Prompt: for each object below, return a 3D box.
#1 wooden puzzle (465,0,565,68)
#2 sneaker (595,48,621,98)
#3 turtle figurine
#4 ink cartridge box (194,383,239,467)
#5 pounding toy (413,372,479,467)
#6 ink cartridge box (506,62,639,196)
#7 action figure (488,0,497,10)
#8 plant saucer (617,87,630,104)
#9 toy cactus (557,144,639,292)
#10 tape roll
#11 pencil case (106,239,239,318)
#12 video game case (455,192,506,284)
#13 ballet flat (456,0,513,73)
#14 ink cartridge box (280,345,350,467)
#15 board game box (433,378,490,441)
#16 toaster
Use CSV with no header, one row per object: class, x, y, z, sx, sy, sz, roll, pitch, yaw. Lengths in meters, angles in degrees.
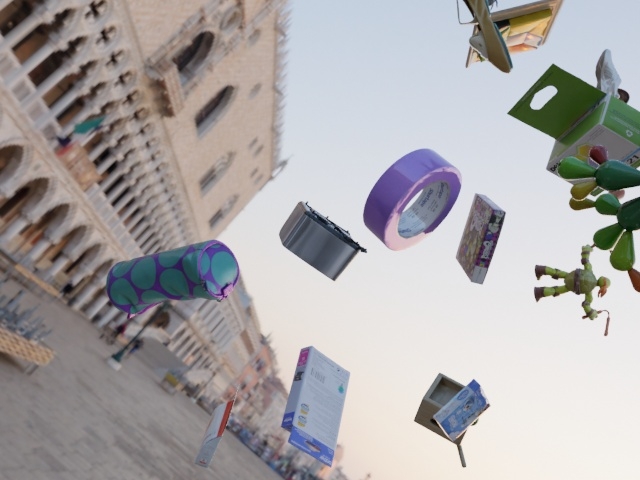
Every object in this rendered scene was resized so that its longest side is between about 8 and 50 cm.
wooden puzzle,0.489,-0.520,1.615,0.221,0.239,0.044,64,8,-75
sneaker,0.799,-0.455,1.780,0.061,0.152,0.054,4,-3,3
turtle figurine,0.716,0.132,1.804,0.217,0.269,0.087,-3,-10,30
ink cartridge box,-0.266,0.471,1.655,0.045,0.179,0.145,19,23,-4
pounding toy,0.287,0.390,1.402,0.141,0.130,0.100,26,-58,19
ink cartridge box,0.536,-0.226,1.349,0.255,0.097,0.189,28,-28,-3
action figure,0.393,-0.686,1.506,0.185,0.099,0.285,13,-52,40
plant saucer,0.816,-0.396,1.882,0.168,0.168,0.029,21,-37,49
toy cactus,0.384,-0.043,0.736,0.219,0.112,0.180,56,-30,22
tape roll,0.244,-0.105,1.698,0.090,0.275,0.275,45,-12,31
pencil case,-0.169,0.045,0.728,0.152,0.064,0.070,-11,-82,30
video game case,0.446,-0.010,1.804,0.042,0.210,0.232,13,16,-2
ballet flat,0.333,-0.449,1.346,0.080,0.073,0.232,-19,89,-79
ink cartridge box,-0.014,0.491,1.901,0.065,0.311,0.186,-26,-53,37
board game box,0.232,0.277,1.045,0.020,0.090,0.090,45,-7,42
toaster,0.000,0.000,1.538,0.168,0.110,0.185,34,6,-14
